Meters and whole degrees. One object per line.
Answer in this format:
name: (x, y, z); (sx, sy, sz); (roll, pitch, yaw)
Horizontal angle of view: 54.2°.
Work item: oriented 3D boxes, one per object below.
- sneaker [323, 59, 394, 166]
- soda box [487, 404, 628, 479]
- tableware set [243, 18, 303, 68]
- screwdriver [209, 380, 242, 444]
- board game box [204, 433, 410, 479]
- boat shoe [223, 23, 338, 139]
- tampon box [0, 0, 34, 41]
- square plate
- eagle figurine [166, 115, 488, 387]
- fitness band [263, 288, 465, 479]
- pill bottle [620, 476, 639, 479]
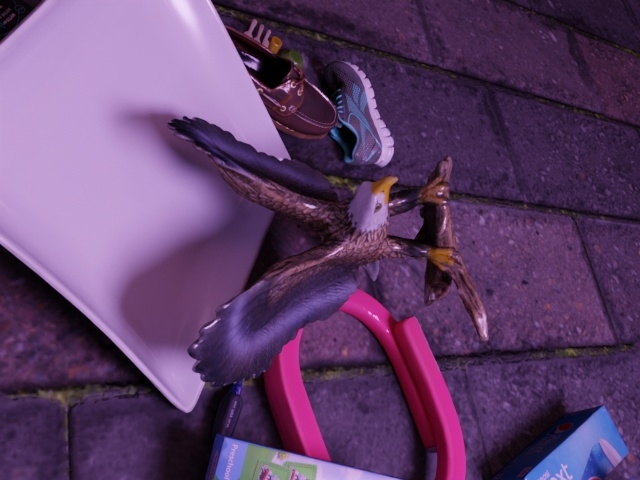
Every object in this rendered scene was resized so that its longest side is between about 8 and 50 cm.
sneaker: (0.038, -0.175, 0.861); (0.076, 0.065, 0.167); (-17, 76, -36)
soda box: (0.307, 0.290, 0.801); (0.210, 0.067, 0.071); (-18, 78, -39)
tableware set: (-0.073, -0.217, 0.831); (0.104, 0.024, 0.154); (30, 51, -23)
screwdriver: (-0.082, 0.130, 0.645); (0.025, 0.024, 0.170); (9, 50, 2)
board game box: (-0.012, 0.279, 0.560); (0.211, 0.039, 0.160); (19, 71, -17)
boat shoe: (-0.057, -0.190, 0.764); (0.206, 0.073, 0.073); (20, 55, -31)
tampon box: (-0.274, -0.130, 0.587); (0.161, 0.101, 0.121); (33, 52, -18)
square plate: (-0.154, -0.074, 0.581); (0.347, 0.049, 0.344); (61, 38, -43)
eagle figurine: (0.002, -0.007, 0.608); (0.298, 0.225, 0.226); (-7, 38, -19)
fitness band: (0.048, 0.184, 0.688); (0.208, 0.054, 0.291); (-12, 73, -36)
pill bottle: (0.350, 0.467, 0.631); (0.229, 0.229, 0.408); (42, 50, -10)
